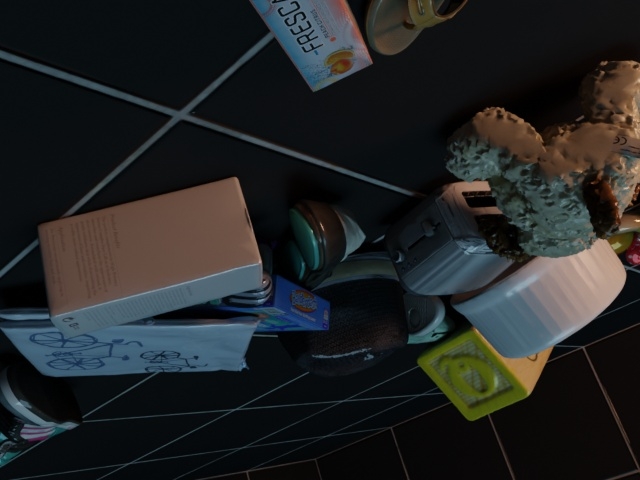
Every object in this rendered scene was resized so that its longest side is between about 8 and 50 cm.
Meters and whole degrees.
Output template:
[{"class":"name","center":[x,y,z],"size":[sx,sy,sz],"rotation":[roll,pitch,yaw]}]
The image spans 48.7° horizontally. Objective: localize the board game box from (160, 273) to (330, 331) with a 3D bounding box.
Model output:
[{"class":"board game box","center":[-0.115,0.095,1.018],"size":[0.210,0.047,0.160],"rotation":[-5,160,26]}]

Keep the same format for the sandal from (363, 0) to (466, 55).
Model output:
[{"class":"sandal","center":[0.100,-0.211,0.576],"size":[0.072,0.049,0.180],"rotation":[2,150,-41]}]

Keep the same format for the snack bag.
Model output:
[{"class":"snack bag","center":[-0.265,0.152,1.044],"size":[0.342,0.037,0.323],"rotation":[0,158,-11]}]

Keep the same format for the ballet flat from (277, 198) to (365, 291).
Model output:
[{"class":"ballet flat","center":[0.000,0.000,0.951],"size":[0.096,0.095,0.280],"rotation":[-23,170,-15]}]

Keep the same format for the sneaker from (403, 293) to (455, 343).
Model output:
[{"class":"sneaker","center":[0.226,0.155,1.457],"size":[0.151,0.094,0.256],"rotation":[-3,163,-21]}]

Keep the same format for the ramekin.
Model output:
[{"class":"ramekin","center":[0.368,0.075,1.187],"size":[0.277,0.135,0.277],"rotation":[-37,179,0]}]

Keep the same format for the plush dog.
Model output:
[{"class":"plush dog","center":[0.307,-0.058,0.862],"size":[0.262,0.211,0.225],"rotation":[-22,151,7]}]

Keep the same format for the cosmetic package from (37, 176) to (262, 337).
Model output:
[{"class":"cosmetic package","center":[-0.190,0.019,0.802],"size":[0.231,0.117,0.085],"rotation":[-13,158,-9]}]

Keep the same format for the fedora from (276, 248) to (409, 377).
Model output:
[{"class":"fedora","center":[0.041,0.139,1.207],"size":[0.334,0.153,0.334],"rotation":[-16,157,-7]}]

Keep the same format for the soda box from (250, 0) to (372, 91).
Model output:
[{"class":"soda box","center":[-0.018,-0.187,0.523],"size":[0.058,0.063,0.183],"rotation":[-22,157,11]}]

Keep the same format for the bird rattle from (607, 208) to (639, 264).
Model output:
[{"class":"bird rattle","center":[0.582,-0.022,1.350],"size":[0.206,0.143,0.253],"rotation":[-8,171,4]}]

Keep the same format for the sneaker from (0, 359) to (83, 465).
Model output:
[{"class":"sneaker","center":[-0.527,0.292,1.179],"size":[0.178,0.124,0.295],"rotation":[-24,160,-11]}]

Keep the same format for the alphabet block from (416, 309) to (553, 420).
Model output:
[{"class":"alphabet block","center":[0.367,0.246,1.565],"size":[0.193,0.192,0.197],"rotation":[-44,179,43]}]

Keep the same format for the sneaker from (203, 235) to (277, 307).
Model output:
[{"class":"sneaker","center":[-0.167,0.028,0.903],"size":[0.223,0.098,0.083],"rotation":[6,139,3]}]

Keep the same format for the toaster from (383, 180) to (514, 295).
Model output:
[{"class":"toaster","center":[0.217,-0.004,1.043],"size":[0.227,0.129,0.146],"rotation":[-3,151,-34]}]
